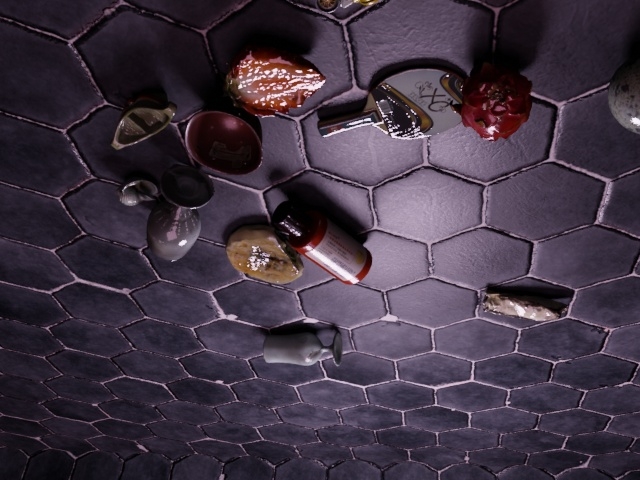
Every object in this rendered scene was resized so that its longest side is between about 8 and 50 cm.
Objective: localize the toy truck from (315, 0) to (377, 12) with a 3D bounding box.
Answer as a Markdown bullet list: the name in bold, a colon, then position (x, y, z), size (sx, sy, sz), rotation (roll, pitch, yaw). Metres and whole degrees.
- **toy truck**: position (0.007, -0.434, 0.989), size (0.114, 0.098, 0.227), rotation (-21, 140, 27)

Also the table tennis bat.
- **table tennis bat**: position (0.136, -0.248, 1.306), size (0.301, 0.022, 0.173), rotation (-11, 142, 19)

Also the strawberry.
- **strawberry**: position (-0.084, -0.294, 1.219), size (0.187, 0.082, 0.146), rotation (-3, 151, 2)

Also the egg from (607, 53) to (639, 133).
- **egg**: position (0.559, -0.242, 1.156), size (0.132, 0.132, 0.172), rotation (-23, 149, 35)

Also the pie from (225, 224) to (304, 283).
- **pie**: position (-0.148, 0.039, 1.736), size (0.185, 0.052, 0.218), rotation (-8, 141, 29)

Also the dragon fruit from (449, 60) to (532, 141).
- **dragon fruit**: position (0.308, -0.241, 1.204), size (0.133, 0.136, 0.166), rotation (-38, 151, -9)

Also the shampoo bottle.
- **shampoo bottle**: position (0.000, 0.000, 1.609), size (0.104, 0.104, 0.278), rotation (-23, 137, 35)

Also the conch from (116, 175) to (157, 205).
- **conch**: position (-0.415, -0.116, 1.547), size (0.085, 0.057, 0.076), rotation (-9, 138, -34)

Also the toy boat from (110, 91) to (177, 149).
- **toy boat**: position (-0.341, -0.240, 1.340), size (0.185, 0.071, 0.089), rotation (-22, 136, 33)

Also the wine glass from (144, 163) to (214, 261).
- **wine glass**: position (-0.325, -0.055, 1.562), size (0.126, 0.126, 0.241), rotation (15, 143, -13)

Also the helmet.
- **helmet**: position (-0.176, -0.218, 1.315), size (0.155, 0.106, 0.175), rotation (4, 147, 12)

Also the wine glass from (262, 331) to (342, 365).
- **wine glass**: position (-0.055, 0.332, 2.100), size (0.230, 0.103, 0.103), rotation (-4, 145, 17)

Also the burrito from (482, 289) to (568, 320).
- **burrito**: position (0.540, 0.173, 1.820), size (0.229, 0.063, 0.058), rotation (9, 155, -1)
